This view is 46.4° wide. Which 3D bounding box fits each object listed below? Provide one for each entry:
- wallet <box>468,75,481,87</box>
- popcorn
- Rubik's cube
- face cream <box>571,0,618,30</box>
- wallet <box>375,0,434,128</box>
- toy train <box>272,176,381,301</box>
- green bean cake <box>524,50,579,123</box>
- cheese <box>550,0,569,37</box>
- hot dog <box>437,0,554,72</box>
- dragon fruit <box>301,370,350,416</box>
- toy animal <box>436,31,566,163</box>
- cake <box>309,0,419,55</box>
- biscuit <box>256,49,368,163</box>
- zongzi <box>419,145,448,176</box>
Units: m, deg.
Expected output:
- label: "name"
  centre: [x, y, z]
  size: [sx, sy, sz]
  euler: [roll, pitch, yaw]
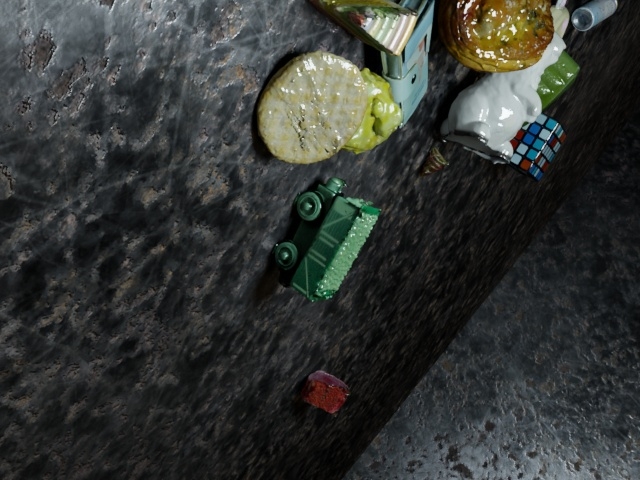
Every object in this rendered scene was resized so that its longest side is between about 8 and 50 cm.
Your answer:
- label: "wallet"
  centre: [0.395, -0.369, 2.021]
  size: [0.082, 0.018, 0.157]
  euler: [5, 116, -61]
- label: "popcorn"
  centre: [0.075, -0.253, 1.458]
  size: [0.173, 0.142, 0.173]
  euler: [-23, 156, -11]
- label: "Rubik's cube"
  centre: [0.634, -0.313, 2.329]
  size: [0.187, 0.182, 0.184]
  euler: [-60, 156, 11]
- label: "face cream"
  centre: [0.887, -0.737, 2.393]
  size: [0.229, 0.075, 0.075]
  euler: [-35, 149, -39]
- label: "wallet"
  centre: [0.175, -0.368, 1.542]
  size: [0.176, 0.075, 0.250]
  euler: [-60, 160, -28]
- label: "toy train"
  centre: [0.000, 0.000, 1.595]
  size: [0.115, 0.154, 0.270]
  euler: [7, 115, -61]
- label: "green bean cake"
  centre: [0.607, -0.431, 2.114]
  size: [0.248, 0.125, 0.222]
  euler: [-44, 174, 18]
- label: "cheese"
  centre: [0.671, -0.637, 2.137]
  size: [0.137, 0.064, 0.228]
  euler: [-36, 150, -43]
- label: "hot dog"
  centre: [0.423, -0.526, 1.672]
  size: [0.387, 0.174, 0.267]
  euler: [-35, 126, -39]
- label: "dragon fruit"
  centre: [0.003, 0.446, 2.233]
  size: [0.147, 0.096, 0.102]
  euler: [27, 94, -22]
- label: "toy animal"
  centre: [0.455, -0.389, 1.887]
  size: [0.194, 0.257, 0.358]
  euler: [25, 89, -54]
- label: "cake"
  centre: [0.074, -0.379, 1.311]
  size: [0.225, 0.109, 0.090]
  euler: [-20, 138, -53]
- label: "biscuit"
  centre: [-0.012, -0.232, 1.330]
  size: [0.219, 0.033, 0.220]
  euler: [-14, 129, -18]
- label: "zongzi"
  centre: [0.306, -0.209, 2.038]
  size: [0.083, 0.067, 0.073]
  euler: [-46, 173, 25]
